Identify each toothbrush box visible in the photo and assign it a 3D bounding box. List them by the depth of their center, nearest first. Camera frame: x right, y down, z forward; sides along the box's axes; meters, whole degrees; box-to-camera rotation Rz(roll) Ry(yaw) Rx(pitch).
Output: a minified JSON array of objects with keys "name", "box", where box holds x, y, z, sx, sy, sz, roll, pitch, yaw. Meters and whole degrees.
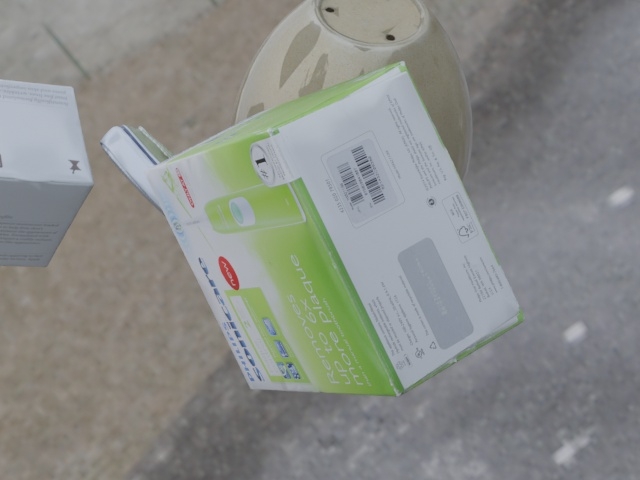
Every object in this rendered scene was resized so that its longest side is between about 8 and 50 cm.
[{"name":"toothbrush box","box":[0.000,0.000,1.224,0.122,0.206,0.283,-29,9,-21]}]

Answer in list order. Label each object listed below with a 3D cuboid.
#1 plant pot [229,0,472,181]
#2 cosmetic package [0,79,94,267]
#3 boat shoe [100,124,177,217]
[{"name":"plant pot","box":[0.046,-0.182,1.831,0.284,0.191,0.284,5,43,-5]},{"name":"cosmetic package","box":[-0.381,-0.079,1.937,0.183,0.151,0.151,-52,45,44]},{"name":"boat shoe","box":[-0.112,-0.035,1.815,0.094,0.302,0.109,-49,10,-4]}]
